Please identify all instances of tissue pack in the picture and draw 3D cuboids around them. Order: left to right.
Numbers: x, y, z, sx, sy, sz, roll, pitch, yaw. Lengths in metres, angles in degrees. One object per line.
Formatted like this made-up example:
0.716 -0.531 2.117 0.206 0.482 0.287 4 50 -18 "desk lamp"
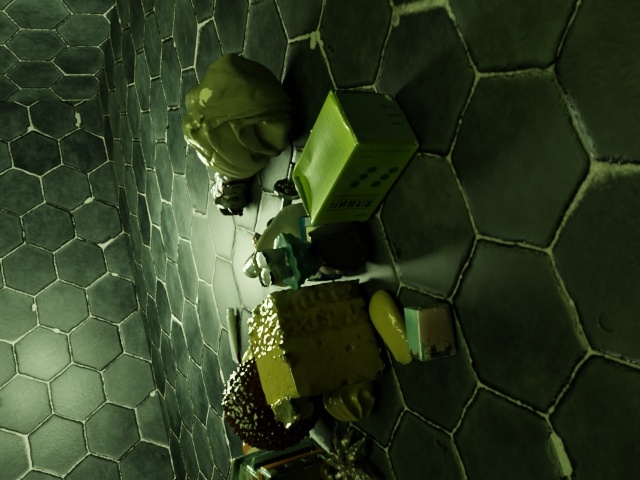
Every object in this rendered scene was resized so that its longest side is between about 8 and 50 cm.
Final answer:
0.193 0.159 1.135 0.059 0.074 0.094 180 81 -69 "tissue pack"

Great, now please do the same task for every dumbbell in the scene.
-0.086 -0.079 1.583 0.081 0.082 0.254 52 140 44 "dumbbell"

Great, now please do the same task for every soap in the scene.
0.143 0.175 1.272 0.168 0.033 0.089 63 149 31 "soap"

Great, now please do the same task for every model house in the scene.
-0.088 0.621 1.620 0.215 0.224 0.198 -2 96 61 "model house"

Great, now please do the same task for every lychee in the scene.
-0.118 0.401 1.611 0.271 0.271 0.271 25 119 58 "lychee"

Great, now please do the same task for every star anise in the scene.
0.069 0.517 1.468 0.195 0.065 0.182 4 102 57 "star anise"

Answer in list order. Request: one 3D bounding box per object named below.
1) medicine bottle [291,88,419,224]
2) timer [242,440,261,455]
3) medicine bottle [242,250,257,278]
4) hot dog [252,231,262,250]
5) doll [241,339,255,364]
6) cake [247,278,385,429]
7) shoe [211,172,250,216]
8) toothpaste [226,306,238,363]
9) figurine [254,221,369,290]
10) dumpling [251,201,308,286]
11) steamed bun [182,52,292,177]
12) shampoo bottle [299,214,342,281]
0.060 -0.153 1.229 0.141 0.137 0.250 66 147 28 "medicine bottle"
-0.128 0.556 1.815 0.152 0.132 0.132 -54 48 26 "timer"
-0.182 0.067 1.823 0.091 0.058 0.058 -44 59 57 "medicine bottle"
-0.139 0.048 1.675 0.191 0.059 0.108 77 167 -67 "hot dog"
-0.186 0.431 1.900 0.117 0.086 0.291 -127 34 -71 "doll"
-0.008 0.255 1.373 0.222 0.227 0.286 131 128 -60 "cake"
-0.260 -0.132 1.867 0.227 0.099 0.125 135 130 -63 "shoe"
-0.289 0.313 2.123 0.048 0.031 0.190 20 118 56 "toothpaste"
-0.013 0.018 1.304 0.110 0.246 0.137 -19 86 60 "figurine"
-0.088 0.023 1.520 0.216 0.166 0.126 -51 52 45 "dumpling"
-0.191 -0.270 1.560 0.289 0.276 0.203 -50 62 24 "steamed bun"
0.000 0.000 1.452 0.087 0.050 0.183 -5 93 21 "shampoo bottle"
